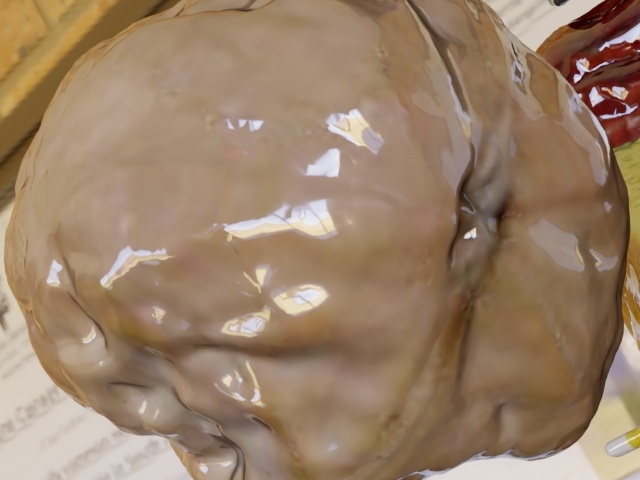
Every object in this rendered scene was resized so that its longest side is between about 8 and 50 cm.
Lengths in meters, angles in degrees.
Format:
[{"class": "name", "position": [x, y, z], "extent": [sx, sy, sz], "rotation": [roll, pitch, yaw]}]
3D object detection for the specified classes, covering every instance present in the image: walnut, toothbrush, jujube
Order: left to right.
[{"class": "walnut", "position": [-0.003, 0.000, 0.536], "extent": [0.273, 0.227, 0.273], "rotation": [-11, 1, 0]}, {"class": "jujube", "position": [0.292, -0.136, 1.014], "extent": [0.243, 0.183, 0.183], "rotation": [-32, -11, 19]}, {"class": "toothbrush", "position": [0.341, 0.123, 1.007], "extent": [0.021, 0.024, 0.288], "rotation": [20, -42, -27]}]

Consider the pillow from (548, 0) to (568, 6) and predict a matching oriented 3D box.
[{"class": "pillow", "position": [0.215, -0.276, 1.066], "extent": [0.091, 0.055, 0.135], "rotation": [-27, -43, 12]}]

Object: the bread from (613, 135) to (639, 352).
[{"class": "bread", "position": [0.310, 0.058, 0.703], "extent": [0.233, 0.245, 0.361], "rotation": [-23, 25, 0]}]
